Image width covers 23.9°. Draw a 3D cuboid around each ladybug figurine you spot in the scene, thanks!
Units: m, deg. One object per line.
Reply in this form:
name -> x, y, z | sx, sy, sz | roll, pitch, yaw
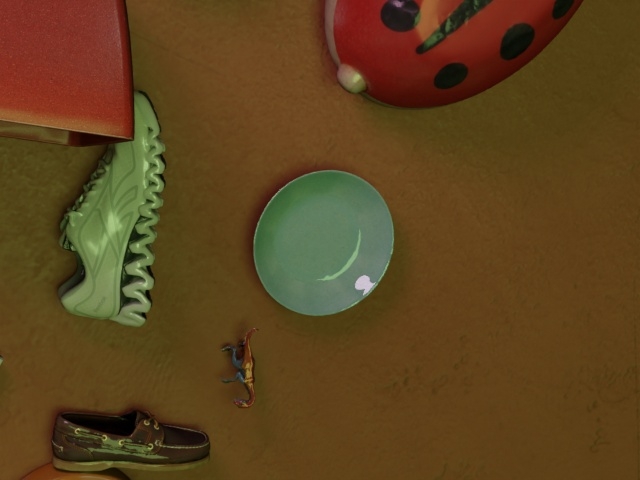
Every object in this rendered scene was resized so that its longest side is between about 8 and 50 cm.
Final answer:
ladybug figurine -> 0.198, -0.339, 1.889 | 0.449, 0.162, 0.305 | -47, 115, -4

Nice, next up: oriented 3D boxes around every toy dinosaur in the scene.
toy dinosaur -> -0.100, 0.172, 1.958 | 0.047, 0.090, 0.082 | -9, 63, -29

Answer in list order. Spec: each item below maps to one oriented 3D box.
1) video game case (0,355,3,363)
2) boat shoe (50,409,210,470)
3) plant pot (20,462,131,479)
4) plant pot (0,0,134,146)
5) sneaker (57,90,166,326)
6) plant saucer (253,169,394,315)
video game case -> -0.511, 0.203, 1.777 | 0.210, 0.042, 0.232 | 30, 91, -52
boat shoe -> -0.237, 0.252, 1.924 | 0.207, 0.073, 0.073 | 2, 105, -21
plant pot -> -0.293, 0.400, 1.878 | 0.205, 0.188, 0.205 | -5, 106, -20
plant pot -> -0.352, -0.240, 1.668 | 0.267, 0.267, 0.235 | 7, 89, -22
sneaker -> -0.253, -0.038, 1.833 | 0.118, 0.110, 0.292 | 5, 101, -13
plant saucer -> 0.000, 0.000, 1.969 | 0.195, 0.037, 0.195 | -6, 106, -19
